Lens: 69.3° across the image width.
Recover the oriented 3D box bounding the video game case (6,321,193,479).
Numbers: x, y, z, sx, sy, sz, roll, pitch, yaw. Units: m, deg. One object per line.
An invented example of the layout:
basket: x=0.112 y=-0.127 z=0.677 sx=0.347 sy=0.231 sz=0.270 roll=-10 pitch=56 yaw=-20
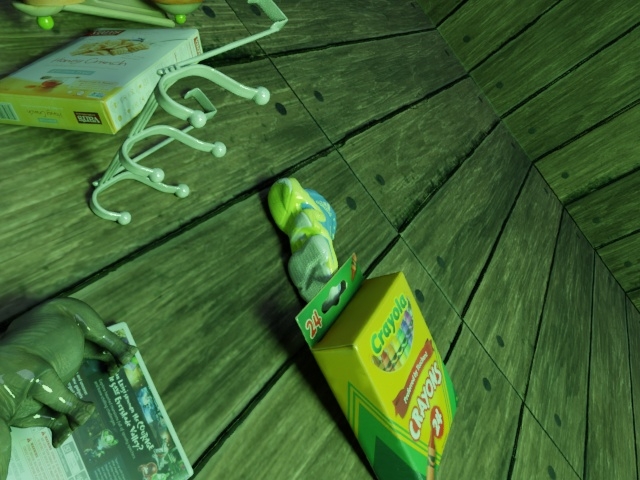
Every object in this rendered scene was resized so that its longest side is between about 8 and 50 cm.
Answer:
video game case: x=-0.241 y=0.196 z=0.465 sx=0.173 sy=0.022 sz=0.190 roll=-18 pitch=76 yaw=-50

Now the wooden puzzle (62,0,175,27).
wooden puzzle: x=-0.385 y=-0.444 z=0.760 sx=0.221 sy=0.044 sz=0.238 roll=-20 pitch=74 yaw=-50

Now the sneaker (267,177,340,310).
sneaker: x=0.000 y=0.000 z=0.798 sx=0.126 sy=0.091 sz=0.240 roll=-1 pitch=67 yaw=-51

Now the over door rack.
over door rack: x=-0.158 y=-0.177 z=0.640 sx=0.108 sy=0.239 sz=0.324 roll=39 pitch=42 yaw=-18

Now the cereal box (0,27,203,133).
cereal box: x=-0.286 y=-0.224 z=0.615 sx=0.173 sy=0.047 sz=0.240 roll=7 pitch=43 yaw=12

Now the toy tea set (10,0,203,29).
toy tea set: x=-0.276 y=-0.367 z=0.684 sx=0.336 sy=0.124 sz=0.200 roll=-26 pitch=45 yaw=-33

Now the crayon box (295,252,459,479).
crayon box: x=0.102 y=0.192 z=0.710 sx=0.202 sy=0.081 sz=0.318 roll=-45 pitch=113 yaw=-51

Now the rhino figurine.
rhino figurine: x=-0.242 y=0.122 z=0.381 sx=0.106 sy=0.073 sz=0.243 roll=41 pitch=12 yaw=-11
